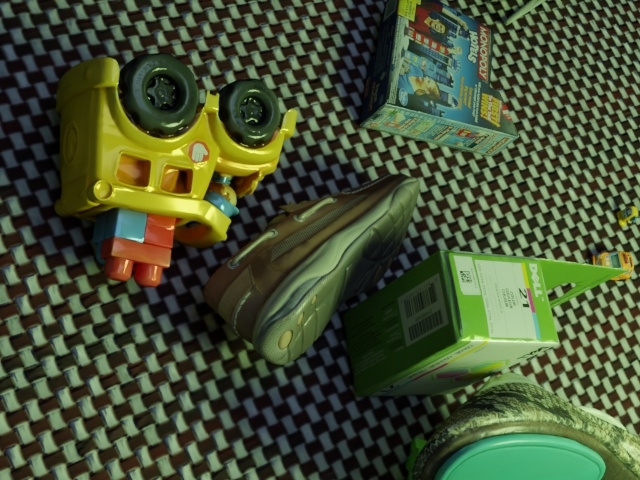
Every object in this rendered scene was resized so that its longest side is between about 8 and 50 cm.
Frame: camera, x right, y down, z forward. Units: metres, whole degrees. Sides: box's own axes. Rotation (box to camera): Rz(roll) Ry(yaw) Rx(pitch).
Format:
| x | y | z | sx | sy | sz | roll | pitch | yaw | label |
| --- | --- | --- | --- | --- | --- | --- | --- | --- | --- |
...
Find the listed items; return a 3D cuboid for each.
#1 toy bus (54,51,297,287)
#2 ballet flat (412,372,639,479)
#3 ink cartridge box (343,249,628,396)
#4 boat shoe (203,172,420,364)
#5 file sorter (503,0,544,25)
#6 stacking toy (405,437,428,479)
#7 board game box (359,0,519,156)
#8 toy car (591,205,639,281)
| x | y | z | sx | sy | sz | roll | pitch | yaw | label |
| --- | --- | --- | --- | --- | --- | --- | --- | --- | --- |
| -0.145 | -0.056 | 1.066 | 0.220 | 0.149 | 0.212 | 10 | 76 | -31 | toy bus |
| 0.253 | 0.231 | 1.137 | 0.482 | 0.164 | 0.182 | 25 | 28 | -33 | ballet flat |
| 0.182 | 0.093 | 1.160 | 0.255 | 0.189 | 0.097 | 5 | 65 | -31 | ink cartridge box |
| 0.000 | 0.000 | 1.135 | 0.116 | 0.123 | 0.324 | 28 | 35 | 18 | boat shoe |
| 0.263 | -0.458 | 1.483 | 0.193 | 0.173 | 0.278 | -36 | 90 | -39 | file sorter |
| 0.166 | 0.323 | 1.129 | 0.167 | 0.052 | 0.221 | 18 | 59 | -24 | stacking toy |
| 0.154 | -0.193 | 1.361 | 0.194 | 0.060 | 0.194 | 24 | 57 | -23 | board game box |
| 0.385 | -0.002 | 1.428 | 0.060 | 0.040 | 0.122 | 23 | 58 | -22 | toy car |
